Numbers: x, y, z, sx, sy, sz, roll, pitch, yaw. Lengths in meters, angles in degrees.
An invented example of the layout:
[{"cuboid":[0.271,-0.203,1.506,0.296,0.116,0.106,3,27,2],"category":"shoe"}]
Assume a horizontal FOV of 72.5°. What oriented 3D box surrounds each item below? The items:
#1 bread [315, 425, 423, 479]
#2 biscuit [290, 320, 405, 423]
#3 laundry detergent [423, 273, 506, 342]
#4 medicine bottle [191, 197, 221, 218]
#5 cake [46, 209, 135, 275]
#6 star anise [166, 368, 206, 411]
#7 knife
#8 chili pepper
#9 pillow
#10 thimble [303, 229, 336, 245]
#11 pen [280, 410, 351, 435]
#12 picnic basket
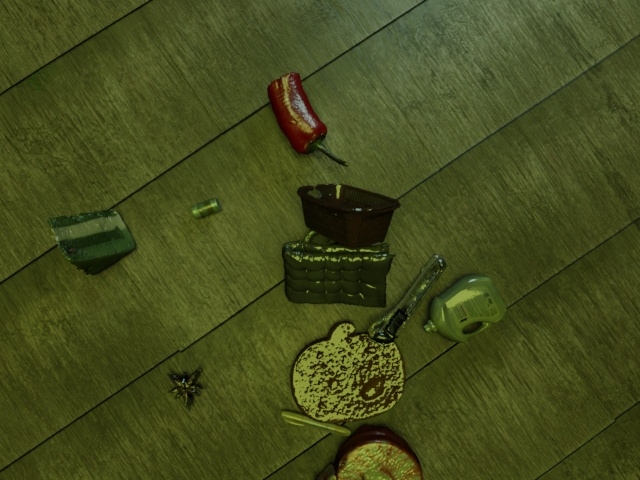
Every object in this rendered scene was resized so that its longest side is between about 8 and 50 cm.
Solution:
[{"cuboid":[0.164,0.760,1.357,0.295,0.114,0.327,38,87,0],"category":"bread"},{"cuboid":[0.084,0.415,1.391,0.368,0.063,0.314,-8,85,-2],"category":"biscuit"},{"cuboid":[0.445,0.227,1.386,0.253,0.091,0.181,-29,95,-2],"category":"laundry detergent"},{"cuboid":[-0.367,-0.103,1.401,0.083,0.047,0.047,-22,89,-2],"category":"medicine bottle"},{"cuboid":[-0.667,-0.014,1.289,0.172,0.283,0.158,-33,90,-18],"category":"cake"},{"cuboid":[-0.423,0.477,1.382,0.124,0.056,0.129,-6,89,-2],"category":"star anise"},{"cuboid":[0.287,0.185,1.382,0.089,0.043,0.365,41,79,2],"category":"knife"},{"cuboid":[-0.051,-0.343,1.366,0.131,0.134,0.338,-27,88,-11],"category":"chili pepper"},{"cuboid":[0.049,0.107,1.324,0.326,0.101,0.228,1,130,0],"category":"pillow"},{"cuboid":[0.000,0.000,1.397,0.110,0.062,0.084,-8,92,-1],"category":"thimble"},{"cuboid":[-0.016,0.591,1.400,0.234,0.032,0.040,17,112,-1],"category":"pen"},{"cuboid":[0.073,-0.075,1.289,0.223,0.297,0.129,-10,113,-37],"category":"picnic basket"}]
